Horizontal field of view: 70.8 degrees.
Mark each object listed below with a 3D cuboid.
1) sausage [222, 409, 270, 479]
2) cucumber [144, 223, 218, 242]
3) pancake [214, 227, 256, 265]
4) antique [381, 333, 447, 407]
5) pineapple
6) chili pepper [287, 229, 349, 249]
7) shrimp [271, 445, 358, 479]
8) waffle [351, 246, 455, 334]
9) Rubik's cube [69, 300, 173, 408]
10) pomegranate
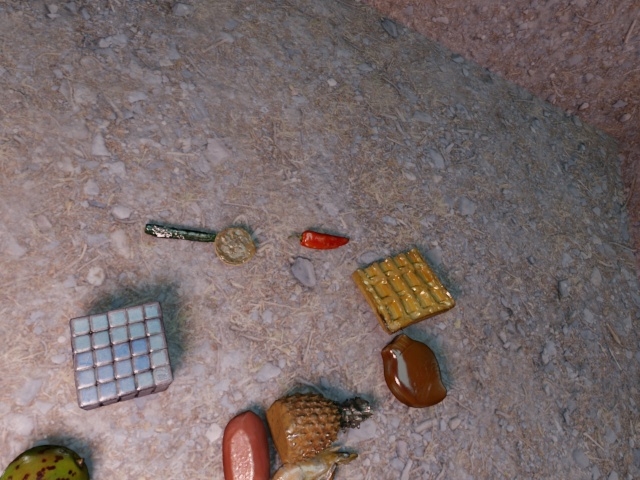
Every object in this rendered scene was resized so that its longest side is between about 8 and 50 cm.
[{"bbox_3d":[-0.221,0.640,1.330,0.148,0.148,0.254,-5,68,-25],"label":"sausage"},{"bbox_3d":[-0.480,-0.021,1.575,0.257,0.043,0.044,8,69,-21],"label":"cucumber"},{"bbox_3d":[-0.303,0.023,1.605,0.152,0.025,0.151,9,63,-19],"label":"pancake"},{"bbox_3d":[0.336,0.482,1.650,0.278,0.129,0.223,49,58,3],"label":"antique"},{"bbox_3d":[0.010,0.569,1.438,0.362,0.202,0.201,-3,69,-33],"label":"pineapple"},{"bbox_3d":[0.000,0.000,1.767,0.272,0.063,0.071,6,77,-24],"label":"chili pepper"},{"bbox_3d":[-0.012,0.754,1.414,0.317,0.077,0.168,-10,82,-23],"label":"shrimp"},{"bbox_3d":[0.324,0.197,1.770,0.348,0.077,0.304,-15,61,-28],"label":"waffle"},{"bbox_3d":[-0.558,0.329,1.266,0.237,0.238,0.236,-10,74,-28],"label":"Rubik's cube"},{"bbox_3d":[-0.695,0.625,1.101,0.263,0.211,0.211,-40,87,-12],"label":"pomegranate"}]
